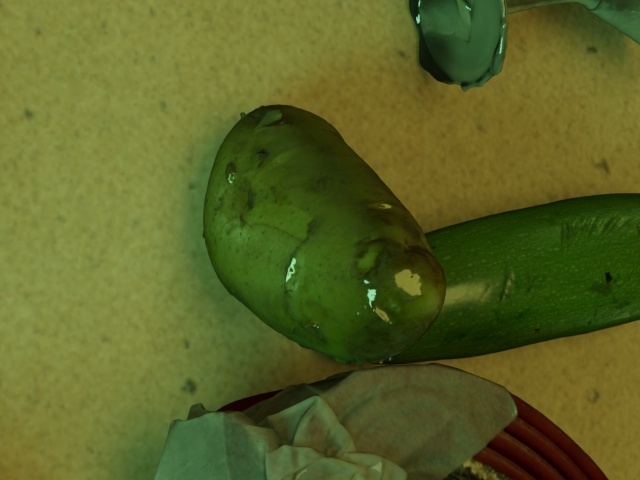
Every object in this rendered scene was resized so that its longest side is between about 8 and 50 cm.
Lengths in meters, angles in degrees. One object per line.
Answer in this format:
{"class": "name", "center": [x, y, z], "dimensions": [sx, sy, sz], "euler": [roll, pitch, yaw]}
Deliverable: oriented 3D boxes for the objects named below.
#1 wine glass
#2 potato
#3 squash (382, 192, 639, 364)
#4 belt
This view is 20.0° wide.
{"class": "wine glass", "center": [0.153, -0.147, 1.099], "dimensions": [0.183, 0.122, 0.122], "euler": [-16, 93, -30]}
{"class": "potato", "center": [0.000, 0.000, 0.946], "dimensions": [0.085, 0.188, 0.105], "euler": [16, 106, -39]}
{"class": "squash", "center": [0.135, 0.020, 1.080], "dimensions": [0.293, 0.082, 0.082], "euler": [-10, 90, -34]}
{"class": "belt", "center": [0.049, 0.189, 0.953], "dimensions": [0.324, 0.115, 0.227], "euler": [34, 54, -34]}
